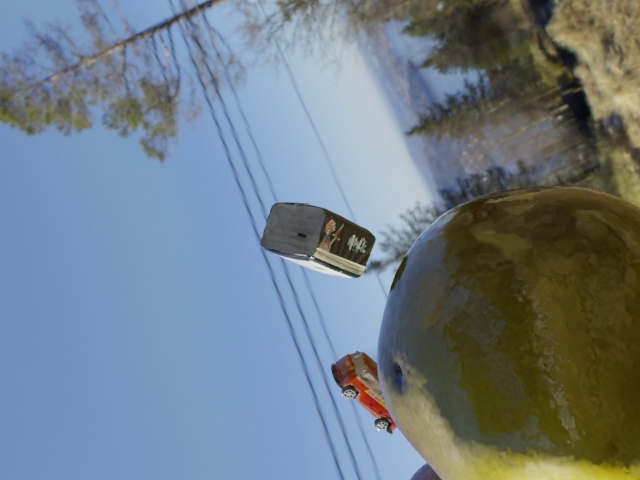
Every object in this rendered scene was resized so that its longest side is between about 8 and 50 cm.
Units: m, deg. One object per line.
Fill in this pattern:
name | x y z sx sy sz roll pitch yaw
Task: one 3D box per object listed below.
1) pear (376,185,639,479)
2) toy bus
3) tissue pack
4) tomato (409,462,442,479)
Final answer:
pear | 0.212 0.065 0.782 0.386 0.340 0.191 -85 -16 -55
toy bus | 0.097 0.277 1.461 0.174 0.077 0.079 47 -165 -24
tissue pack | 0.000 0.000 1.199 0.170 0.103 0.090 27 -103 -59
tomato | 0.270 0.566 1.526 0.270 0.222 0.270 42 166 13
